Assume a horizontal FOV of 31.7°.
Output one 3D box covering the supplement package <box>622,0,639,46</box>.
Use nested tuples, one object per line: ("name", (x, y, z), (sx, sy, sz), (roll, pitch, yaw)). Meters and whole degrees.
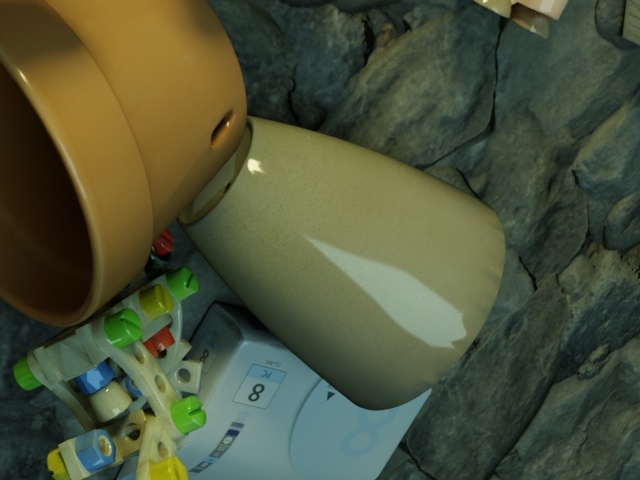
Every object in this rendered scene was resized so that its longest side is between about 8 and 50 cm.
("supplement package", (0.474, -0.356, 1.272), (0.175, 0.177, 0.293), (-20, 127, -23))

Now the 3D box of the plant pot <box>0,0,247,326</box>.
("plant pot", (-0.198, -0.104, 0.910), (0.203, 0.291, 0.291), (-35, 135, -35))

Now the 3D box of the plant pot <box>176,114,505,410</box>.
("plant pot", (0.000, 0.000, 1.143), (0.274, 0.256, 0.256), (32, 97, -27))

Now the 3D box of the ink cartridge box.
("ink cartridge box", (-0.080, 0.283, 1.347), (0.308, 0.091, 0.385), (19, 104, -41))

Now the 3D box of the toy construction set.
("toy construction set", (-0.173, 0.108, 1.060), (0.151, 0.328, 0.215), (-28, 95, 3))

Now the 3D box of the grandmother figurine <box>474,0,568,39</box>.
("grandmother figurine", (0.284, -0.384, 1.178), (0.207, 0.104, 0.342), (10, 114, -48))
